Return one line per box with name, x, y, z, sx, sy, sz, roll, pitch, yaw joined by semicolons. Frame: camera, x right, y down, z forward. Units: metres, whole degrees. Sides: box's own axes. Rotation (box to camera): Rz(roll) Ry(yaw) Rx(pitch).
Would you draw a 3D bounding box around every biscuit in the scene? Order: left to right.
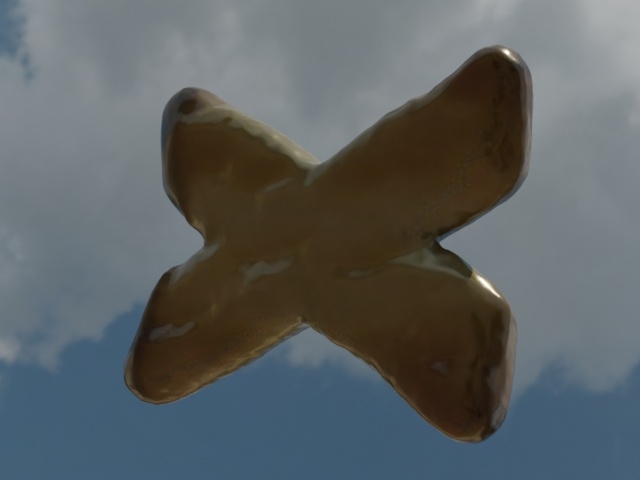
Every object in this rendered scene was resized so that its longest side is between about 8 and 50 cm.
biscuit;0.000;0.001;0.586;0.208;0.047;0.164;0;-100;38
